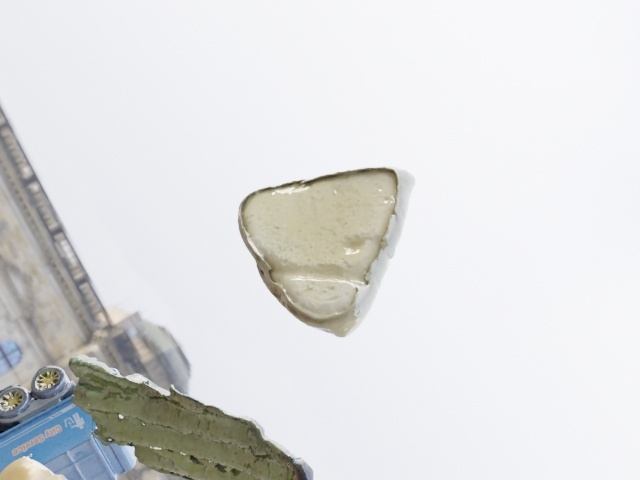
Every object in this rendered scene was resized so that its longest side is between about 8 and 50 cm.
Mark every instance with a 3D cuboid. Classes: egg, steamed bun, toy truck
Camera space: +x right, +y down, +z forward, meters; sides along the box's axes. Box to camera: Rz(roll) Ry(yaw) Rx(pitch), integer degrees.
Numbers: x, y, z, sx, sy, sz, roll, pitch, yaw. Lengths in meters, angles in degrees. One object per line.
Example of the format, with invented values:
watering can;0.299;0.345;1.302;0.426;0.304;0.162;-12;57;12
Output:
egg;-0.308;0.277;0.943;0.080;0.096;0.080;25;-23;12
steamed bun;0.010;0.023;1.139;0.231;0.212;0.110;-7;-28;19
toy truck;-0.456;0.330;1.387;0.175;0.367;0.146;47;-21;45

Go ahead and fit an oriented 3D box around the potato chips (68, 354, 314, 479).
potato chips;-0.081;0.126;0.549;0.207;0.028;0.092;10;-54;36
